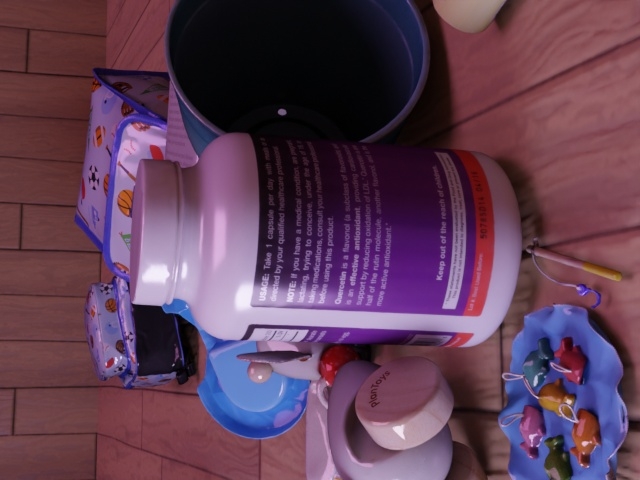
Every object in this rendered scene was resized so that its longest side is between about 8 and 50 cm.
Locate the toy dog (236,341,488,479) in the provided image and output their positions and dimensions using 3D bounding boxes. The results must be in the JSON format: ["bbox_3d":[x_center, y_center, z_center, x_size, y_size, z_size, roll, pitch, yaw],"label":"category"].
[{"bbox_3d":[0.011,0.181,0.994,0.220,0.161,0.334,57,162,-10],"label":"toy dog"}]

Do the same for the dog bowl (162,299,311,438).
[{"bbox_3d":[-0.104,0.113,1.377,0.166,0.074,0.297,-22,90,24],"label":"dog bowl"}]

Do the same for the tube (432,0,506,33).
[{"bbox_3d":[0.174,-0.281,0.879,0.070,0.062,0.240,45,139,8],"label":"tube"}]

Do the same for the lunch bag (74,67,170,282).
[{"bbox_3d":[-0.289,-0.107,1.887,0.385,0.239,0.327,40,125,46],"label":"lunch bag"}]

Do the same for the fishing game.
[{"bbox_3d":[0.183,0.140,0.828,0.189,0.041,0.264,-141,56,-69],"label":"fishing game"}]

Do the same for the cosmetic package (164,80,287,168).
[{"bbox_3d":[-0.134,-0.133,1.545,0.230,0.162,0.453,-157,70,-68],"label":"cosmetic package"}]

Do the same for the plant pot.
[{"bbox_3d":[-0.032,-0.145,1.163,0.255,0.272,0.271,99,165,-63],"label":"plant pot"}]

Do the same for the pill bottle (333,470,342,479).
[{"bbox_3d":[0.032,0.262,1.217,0.043,0.043,0.083,-159,72,-69],"label":"pill bottle"}]

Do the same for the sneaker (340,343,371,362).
[{"bbox_3d":[0.018,0.138,1.248,0.152,0.058,0.084,131,146,-50],"label":"sneaker"}]

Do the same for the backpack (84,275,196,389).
[{"bbox_3d":[-0.375,0.190,2.129,0.263,0.213,0.276,115,149,-68],"label":"backpack"}]

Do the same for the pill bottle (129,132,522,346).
[{"bbox_3d":[0.000,0.000,0.913,0.181,0.323,0.181,-176,90,-75],"label":"pill bottle"}]
